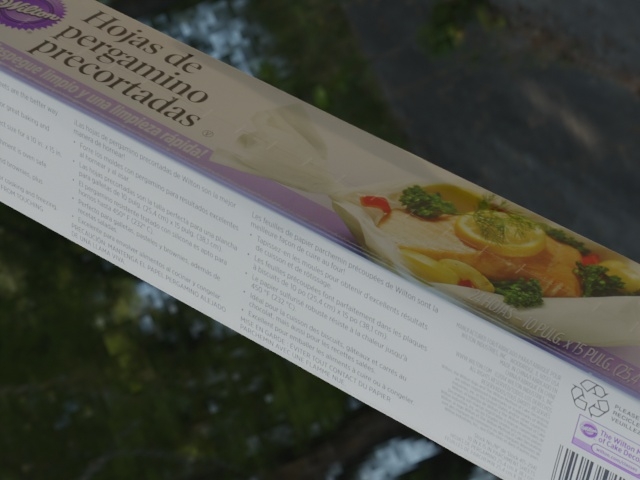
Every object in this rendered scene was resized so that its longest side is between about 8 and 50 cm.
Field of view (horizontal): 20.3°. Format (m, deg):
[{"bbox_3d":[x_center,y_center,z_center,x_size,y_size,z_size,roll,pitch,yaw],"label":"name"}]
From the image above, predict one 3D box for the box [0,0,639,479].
[{"bbox_3d":[0.000,0.000,0.622,0.063,0.324,0.067,-40,-32,-44],"label":"box"}]
